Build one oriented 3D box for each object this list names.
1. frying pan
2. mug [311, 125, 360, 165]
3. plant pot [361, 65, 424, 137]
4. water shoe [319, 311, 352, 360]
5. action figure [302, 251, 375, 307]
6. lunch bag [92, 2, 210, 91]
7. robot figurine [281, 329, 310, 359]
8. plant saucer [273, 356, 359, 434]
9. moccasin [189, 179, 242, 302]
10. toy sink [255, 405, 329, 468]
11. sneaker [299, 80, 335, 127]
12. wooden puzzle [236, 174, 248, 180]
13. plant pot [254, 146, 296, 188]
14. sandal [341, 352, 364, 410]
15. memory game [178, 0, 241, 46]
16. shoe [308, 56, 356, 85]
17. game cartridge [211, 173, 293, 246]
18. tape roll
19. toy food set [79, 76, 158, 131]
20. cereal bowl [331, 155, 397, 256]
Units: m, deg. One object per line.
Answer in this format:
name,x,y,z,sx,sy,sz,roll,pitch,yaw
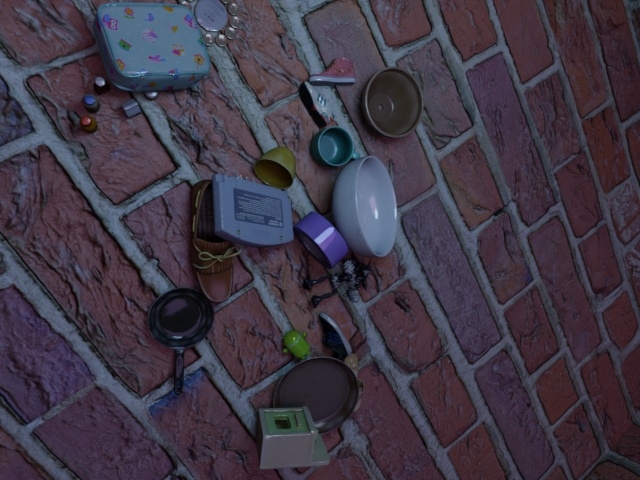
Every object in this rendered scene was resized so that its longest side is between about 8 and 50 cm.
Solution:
frying pan,-0.416,0.300,1.346,0.197,0.053,0.326,-21,105,-20
mug,0.041,-0.304,1.448,0.129,0.097,0.157,-42,110,-14
plant pot,0.236,-0.476,1.505,0.238,0.110,0.237,-2,96,-24
water shoe,0.041,0.351,1.535,0.080,0.073,0.203,-36,108,-13
action figure,0.087,0.142,1.497,0.276,0.141,0.164,-23,103,-16
lunch bag,-0.456,-0.534,1.172,0.279,0.108,0.223,-22,92,-38
robot figurine,-0.084,0.361,1.485,0.101,0.067,0.115,-39,109,-4
plant saucer,-0.017,0.548,1.523,0.311,0.050,0.310,-3,103,-15
moccasin,-0.320,0.006,1.301,0.139,0.147,0.379,0,96,-23
toy sink,-0.089,0.648,1.423,0.234,0.153,0.131,5,101,-14
sneaker,-0.008,-0.466,1.440,0.075,0.057,0.161,-43,109,-31
wooden puzzle,-0.266,-0.178,1.380,0.083,0.006,0.049,-31,107,-17
plant pot,-0.132,-0.245,1.375,0.134,0.134,0.095,38,57,-22
sandal,0.125,0.543,1.588,0.088,0.079,0.239,-8,99,-22
memory game,-0.332,-0.683,1.293,0.186,0.012,0.186,-3,97,-22
shoe,0.038,-0.569,1.439,0.178,0.063,0.081,-10,99,-27
game cartridge,-0.201,-0.079,1.304,0.297,0.062,0.198,9,75,-51
tape roll,0.000,0.000,1.415,0.080,0.189,0.189,-41,110,-13
toy food set,-0.564,-0.392,1.175,0.232,0.104,0.111,-32,107,-17
cereal bowl,0.136,-0.107,1.446,0.339,0.141,0.338,17,70,-57
